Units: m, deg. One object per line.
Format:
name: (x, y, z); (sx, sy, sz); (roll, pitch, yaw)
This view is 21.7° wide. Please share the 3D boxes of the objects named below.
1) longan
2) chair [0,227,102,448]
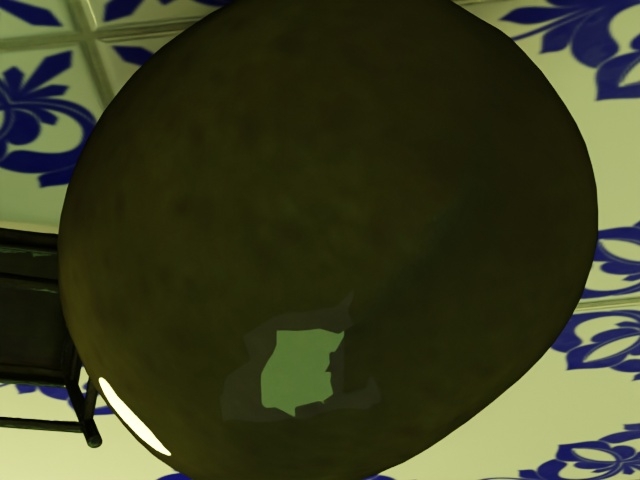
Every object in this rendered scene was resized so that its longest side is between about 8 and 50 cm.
longan: (0.000, 0.000, 1.091); (0.361, 0.361, 0.361); (-3, 151, -2)
chair: (-0.255, 0.061, 1.357); (0.155, 0.141, 0.260); (7, -166, -19)
